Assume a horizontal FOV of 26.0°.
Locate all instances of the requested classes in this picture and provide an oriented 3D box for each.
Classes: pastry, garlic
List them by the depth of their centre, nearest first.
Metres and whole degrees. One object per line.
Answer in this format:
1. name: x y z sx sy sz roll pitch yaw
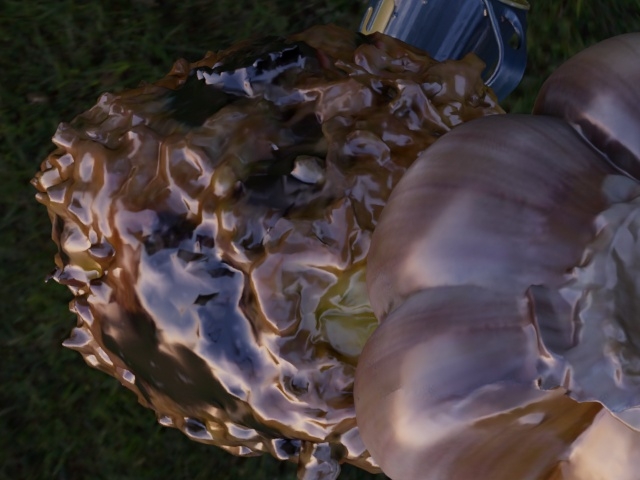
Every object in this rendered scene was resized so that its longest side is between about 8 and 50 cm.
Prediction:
1. garlic: 0.097 0.014 0.601 0.160 0.191 0.214 8 69 -11
2. pastry: -0.017 -0.001 0.945 0.337 0.405 0.292 -10 113 -13

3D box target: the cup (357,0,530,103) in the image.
1. cup: 0.100 -0.159 1.207 0.131 0.176 0.155 13 115 -38
